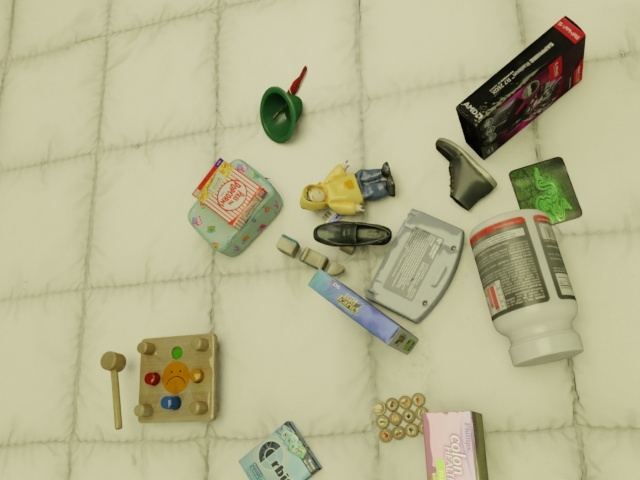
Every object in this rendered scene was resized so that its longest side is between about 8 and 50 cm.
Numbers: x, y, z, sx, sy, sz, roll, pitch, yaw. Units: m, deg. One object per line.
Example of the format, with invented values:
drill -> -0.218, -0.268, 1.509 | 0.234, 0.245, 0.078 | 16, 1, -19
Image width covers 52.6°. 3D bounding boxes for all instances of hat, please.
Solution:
hat -> -0.077, -0.435, 2.121 | 0.173, 0.184, 0.208 | 37, 130, 32

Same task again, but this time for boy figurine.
boy figurine -> 0.073, -0.157, 1.925 | 0.285, 0.092, 0.177 | -11, 70, 3

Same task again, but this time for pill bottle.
pill bottle -> 0.520, 0.122, 1.636 | 0.210, 0.210, 0.362 | -16, 69, 14

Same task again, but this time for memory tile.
memory tile -> 0.219, 0.476, 1.741 | 0.148, 0.012, 0.113 | -16, 69, 15

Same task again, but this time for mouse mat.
mouse mat -> 0.620, -0.131, 1.791 | 0.153, 0.007, 0.189 | -17, 70, 14

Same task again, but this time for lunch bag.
lunch bag -> -0.270, -0.109, 2.042 | 0.279, 0.108, 0.224 | -48, 63, 0

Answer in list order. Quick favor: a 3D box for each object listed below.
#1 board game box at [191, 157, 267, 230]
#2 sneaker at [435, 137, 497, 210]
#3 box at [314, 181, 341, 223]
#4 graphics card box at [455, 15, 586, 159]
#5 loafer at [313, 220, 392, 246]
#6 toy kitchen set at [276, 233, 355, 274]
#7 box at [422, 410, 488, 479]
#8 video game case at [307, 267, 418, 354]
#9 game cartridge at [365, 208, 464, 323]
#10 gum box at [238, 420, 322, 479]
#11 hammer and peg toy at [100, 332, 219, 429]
board game box -> -0.277, -0.143, 1.969 | 0.193, 0.045, 0.146 | 35, 87, 26
sneaker -> 0.383, -0.193, 1.851 | 0.118, 0.083, 0.222 | -44, 66, 3
box -> 0.017, -0.108, 1.986 | 0.081, 0.028, 0.136 | -45, 67, 2
graphics card box -> 0.552, -0.407, 1.776 | 0.371, 0.233, 0.094 | -39, 66, 4
loafer -> 0.090, -0.021, 1.828 | 0.223, 0.078, 0.076 | 2, 82, 1
toy kitchen set -> 0.000, 0.000, 1.929 | 0.207, 0.122, 0.166 | 27, 83, 4
box -> 0.331, 0.525, 1.561 | 0.117, 0.243, 0.213 | -7, 72, 17
video game case -> 0.119, 0.195, 1.735 | 0.269, 0.244, 0.061 | 35, 88, 25
game cartridge -> 0.277, 0.075, 1.824 | 0.196, 0.060, 0.294 | 26, 84, 28
gum box -> -0.113, 0.622, 1.798 | 0.184, 0.041, 0.157 | -41, 65, 5
hammer and peg toy -> -0.474, 0.423, 1.941 | 0.361, 0.127, 0.266 | -8, 73, 17
